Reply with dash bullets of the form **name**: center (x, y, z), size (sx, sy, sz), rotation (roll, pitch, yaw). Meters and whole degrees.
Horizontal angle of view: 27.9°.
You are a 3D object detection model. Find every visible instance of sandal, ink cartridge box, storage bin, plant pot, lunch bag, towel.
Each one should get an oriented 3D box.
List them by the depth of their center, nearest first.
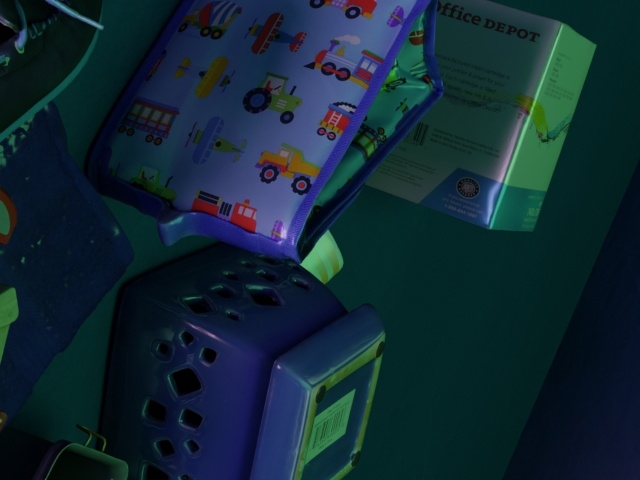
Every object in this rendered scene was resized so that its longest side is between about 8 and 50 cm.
- **towel**: center (-0.283, 0.048, 0.984), size (0.308, 0.076, 0.228), rotation (-55, 146, -28)
- **lunch bag**: center (-0.055, -0.112, 1.139), size (0.293, 0.221, 0.138), rotation (-55, 153, -29)
- **storage bin**: center (-0.247, 0.206, 1.156), size (0.098, 0.091, 0.135), rotation (-65, 157, -10)
- **plant pot**: center (-0.071, 0.155, 1.341), size (0.236, 0.212, 0.236), rotation (-26, 133, -58)
- **sandal**: center (-0.002, -0.006, 1.522), size (0.265, 0.076, 0.102), rotation (-58, 154, -23)
- **ink cartridge box**: center (0.208, -0.170, 1.685), size (0.197, 0.198, 0.270), rotation (1, 109, -64)

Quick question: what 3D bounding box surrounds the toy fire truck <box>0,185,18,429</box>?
- **toy fire truck**: center (-0.254, 0.053, 0.909), size (0.135, 0.047, 0.192), rotation (37, 72, -60)

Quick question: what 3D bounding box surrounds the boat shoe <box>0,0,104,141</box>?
- **boat shoe**: center (-0.193, -0.116, 0.734), size (0.258, 0.109, 0.089), rotation (-70, 166, -44)
